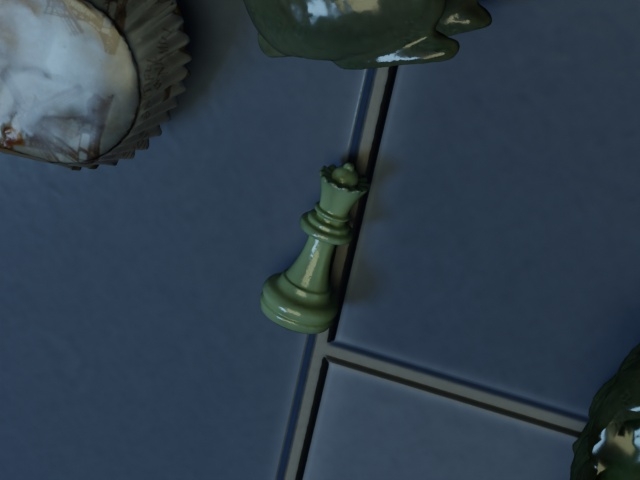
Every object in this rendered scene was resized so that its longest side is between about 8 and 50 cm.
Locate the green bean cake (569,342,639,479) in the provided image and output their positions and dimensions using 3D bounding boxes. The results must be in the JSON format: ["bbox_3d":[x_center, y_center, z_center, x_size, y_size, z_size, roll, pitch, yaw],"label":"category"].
[{"bbox_3d":[0.231,0.153,0.864,0.227,0.125,0.222,15,123,10],"label":"green bean cake"}]

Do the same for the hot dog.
[{"bbox_3d":[-0.193,-0.122,0.868,0.268,0.075,0.144,24,116,7],"label":"hot dog"}]

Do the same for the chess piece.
[{"bbox_3d":[0.000,0.000,0.898,0.042,0.042,0.093,21,115,4],"label":"chess piece"}]

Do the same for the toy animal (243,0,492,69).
[{"bbox_3d":[0.008,-0.187,0.755,0.138,0.108,0.236,-8,114,20],"label":"toy animal"}]
